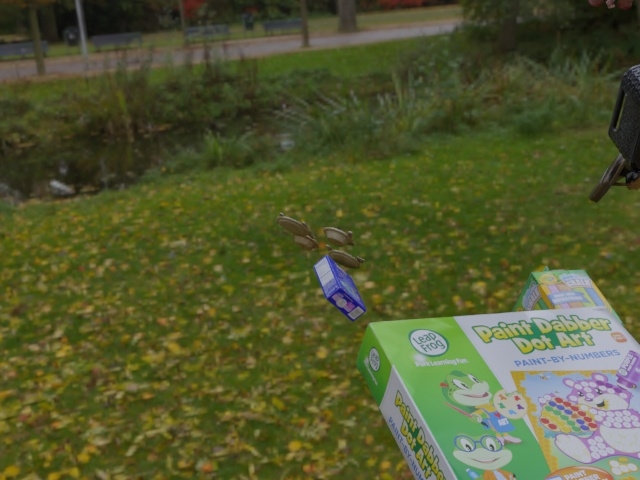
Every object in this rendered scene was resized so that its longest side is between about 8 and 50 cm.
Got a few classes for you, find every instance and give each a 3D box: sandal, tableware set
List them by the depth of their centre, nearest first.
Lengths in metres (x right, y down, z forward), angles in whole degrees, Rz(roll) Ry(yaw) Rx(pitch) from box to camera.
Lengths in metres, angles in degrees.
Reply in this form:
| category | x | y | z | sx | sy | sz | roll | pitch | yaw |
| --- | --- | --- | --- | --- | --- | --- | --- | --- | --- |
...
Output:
| category | x | y | z | sx | sy | sz | roll | pitch | yaw |
| --- | --- | --- | --- | --- | --- | --- | --- | --- | --- |
| sandal | 0.495 | -0.113 | 1.332 | 0.060 | 0.090 | 0.219 | 43 | 45 | 21 |
| tableware set | 0.000 | 0.000 | 1.517 | 0.169 | 0.020 | 0.141 | 20 | -19 | 16 |

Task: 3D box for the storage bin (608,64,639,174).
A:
| category | x | y | z | sx | sy | sz | roll | pitch | yaw |
| --- | --- | --- | --- | --- | --- | --- | --- | --- | --- |
| storage bin | 0.493 | -0.164 | 1.135 | 0.180 | 0.122 | 0.084 | -3 | 40 | -4 |

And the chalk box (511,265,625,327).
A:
| category | x | y | z | sx | sy | sz | roll | pitch | yaw |
| --- | --- | --- | --- | --- | --- | --- | --- | --- | --- |
| chalk box | 0.476 | 0.143 | 1.702 | 0.132 | 0.132 | 0.213 | -2 | 40 | -19 |

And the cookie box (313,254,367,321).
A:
| category | x | y | z | sx | sy | sz | roll | pitch | yaw |
| --- | --- | --- | --- | --- | --- | --- | --- | --- | --- |
| cookie box | 0.038 | 0.094 | 1.680 | 0.040 | 0.092 | 0.107 | -38 | 36 | 12 |

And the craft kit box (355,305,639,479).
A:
| category | x | y | z | sx | sy | sz | roll | pitch | yaw |
| --- | --- | --- | --- | --- | --- | --- | --- | --- | --- |
| craft kit box | 0.187 | 0.154 | 0.677 | 0.250 | 0.060 | 0.246 | -2 | 34 | -22 |

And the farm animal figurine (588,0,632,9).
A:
| category | x | y | z | sx | sy | sz | roll | pitch | yaw |
| --- | --- | --- | --- | --- | --- | --- | --- | --- | --- |
| farm animal figurine | 0.396 | -0.414 | 0.934 | 0.327 | 0.172 | 0.330 | -35 | 59 | -11 |
